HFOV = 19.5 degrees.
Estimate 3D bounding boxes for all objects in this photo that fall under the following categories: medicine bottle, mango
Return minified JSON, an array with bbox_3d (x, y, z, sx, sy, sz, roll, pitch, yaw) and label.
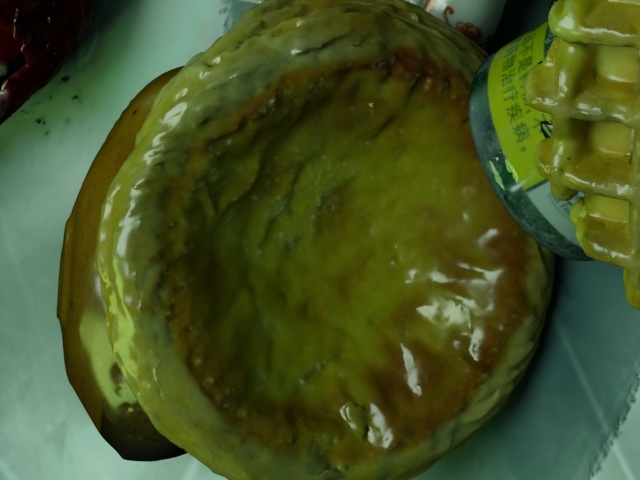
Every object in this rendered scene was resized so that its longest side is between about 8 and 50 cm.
[{"bbox_3d":[0.233,-0.105,1.037,0.293,0.141,0.141,-28,66,34],"label":"medicine bottle"},{"bbox_3d":[-0.089,0.010,1.296,0.201,0.152,0.287,19,104,19],"label":"mango"}]

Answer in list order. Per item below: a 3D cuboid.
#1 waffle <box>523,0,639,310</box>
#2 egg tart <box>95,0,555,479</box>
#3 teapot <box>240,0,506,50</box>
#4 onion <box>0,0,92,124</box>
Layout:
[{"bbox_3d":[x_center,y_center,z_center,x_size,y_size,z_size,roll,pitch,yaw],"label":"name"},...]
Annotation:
[{"bbox_3d":[0.255,-0.046,0.939,0.329,0.062,0.329,10,125,15],"label":"waffle"},{"bbox_3d":[0.000,0.000,1.162,0.128,0.319,0.319,-154,77,-68],"label":"egg tart"},{"bbox_3d":[0.062,-0.170,1.218,0.245,0.116,0.159,-8,66,42],"label":"teapot"},{"bbox_3d":[-0.325,-0.227,1.446,0.341,0.341,0.341,-7,79,40],"label":"onion"}]
